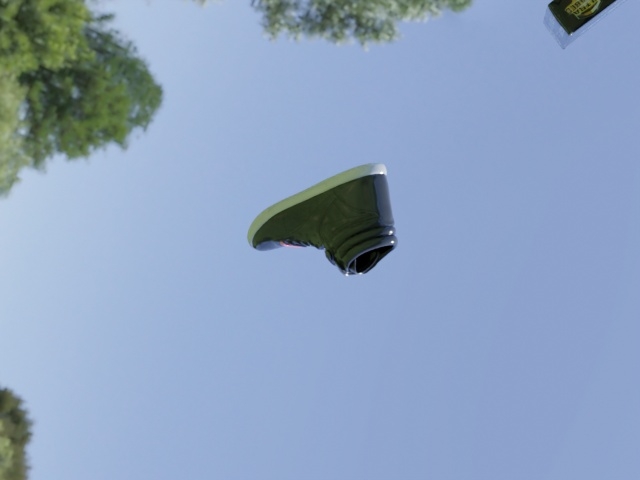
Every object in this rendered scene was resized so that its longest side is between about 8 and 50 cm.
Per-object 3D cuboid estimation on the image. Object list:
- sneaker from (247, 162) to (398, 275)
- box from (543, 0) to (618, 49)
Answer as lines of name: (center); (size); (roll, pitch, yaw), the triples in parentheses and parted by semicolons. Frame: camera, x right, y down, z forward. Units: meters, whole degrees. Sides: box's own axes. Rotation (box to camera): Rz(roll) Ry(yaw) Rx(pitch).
sneaker: (0.000, 0.000, 1.567); (0.295, 0.104, 0.147); (-26, -106, 38)
box: (0.383, -0.335, 1.253); (0.220, 0.051, 0.175); (-37, 178, 11)
